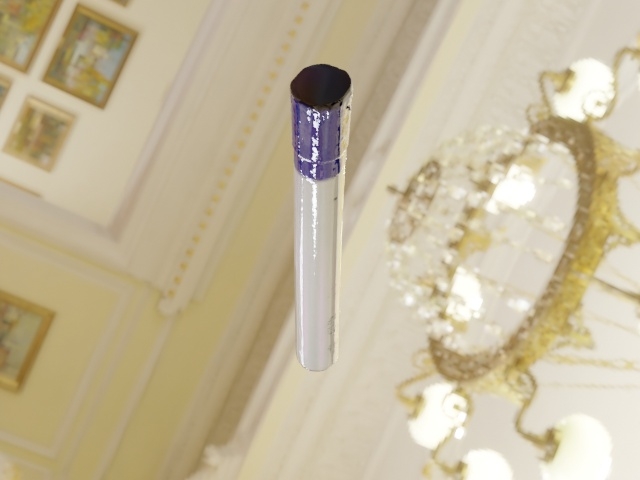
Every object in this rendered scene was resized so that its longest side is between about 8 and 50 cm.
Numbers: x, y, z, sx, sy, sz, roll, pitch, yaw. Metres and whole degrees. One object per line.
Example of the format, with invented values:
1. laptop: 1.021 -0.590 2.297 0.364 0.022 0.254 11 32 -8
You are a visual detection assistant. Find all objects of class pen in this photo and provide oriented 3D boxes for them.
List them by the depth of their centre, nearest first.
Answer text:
1. pen: 0.000 0.000 0.710 0.269 0.033 0.033 90 9 -54
